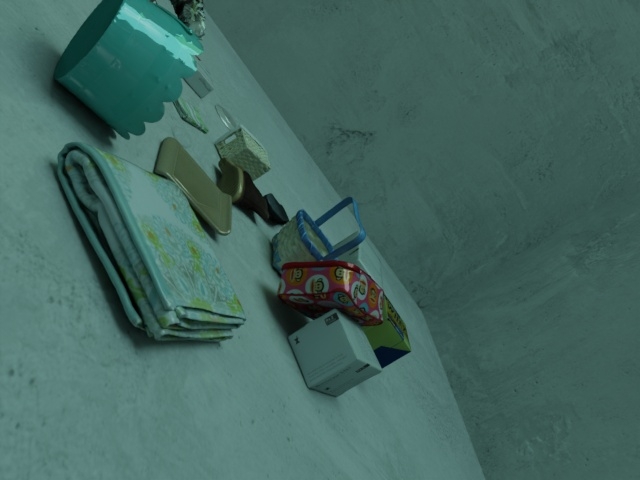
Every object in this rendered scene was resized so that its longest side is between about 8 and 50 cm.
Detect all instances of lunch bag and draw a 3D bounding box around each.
[{"bbox_3d":[0.018,0.151,1.687,0.293,0.258,0.120,42,49,-55],"label":"lunch bag"}]

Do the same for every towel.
[{"bbox_3d":[-0.410,-0.405,1.955,0.113,0.023,0.152,61,12,17],"label":"towel"},{"bbox_3d":[-0.295,0.015,1.138,0.375,0.090,0.320,60,9,17],"label":"towel"}]

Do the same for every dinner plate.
[{"bbox_3d":[-0.352,-0.463,2.382,0.141,0.017,0.141,52,13,-18],"label":"dinner plate"}]

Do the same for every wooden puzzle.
[{"bbox_3d":[-0.318,-0.134,1.569,0.239,0.044,0.221,46,15,-27],"label":"wooden puzzle"}]

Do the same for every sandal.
[{"bbox_3d":[-0.157,-0.092,2.125,0.254,0.054,0.097,51,15,-77],"label":"sandal"}]

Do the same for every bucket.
[{"bbox_3d":[-0.400,-0.373,1.290,0.183,0.281,0.281,38,21,-36],"label":"bucket"}]

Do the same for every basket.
[{"bbox_3d":[-0.251,-0.280,2.061,0.167,0.113,0.103,41,22,-53],"label":"basket"},{"bbox_3d":[0.000,0.000,1.891,0.201,0.288,0.255,46,18,-24],"label":"basket"}]

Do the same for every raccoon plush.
[{"bbox_3d":[-0.569,-0.874,2.139,0.299,0.216,0.447,2,-77,60],"label":"raccoon plush"}]

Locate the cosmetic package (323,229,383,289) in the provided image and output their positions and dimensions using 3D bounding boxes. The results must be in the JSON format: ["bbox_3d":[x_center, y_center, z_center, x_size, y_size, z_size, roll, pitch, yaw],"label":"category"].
[{"bbox_3d":[0.089,0.121,2.144,0.156,0.217,0.385,55,10,-12],"label":"cosmetic package"}]

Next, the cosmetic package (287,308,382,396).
[{"bbox_3d":[0.040,0.293,1.612,0.183,0.151,0.152,37,23,-57],"label":"cosmetic package"}]

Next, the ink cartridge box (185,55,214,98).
[{"bbox_3d":[-0.443,-0.596,2.234,0.109,0.063,0.151,48,15,-40],"label":"ink cartridge box"}]

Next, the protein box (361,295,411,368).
[{"bbox_3d":[0.161,0.306,1.969,0.136,0.199,0.201,55,11,-11],"label":"protein box"}]

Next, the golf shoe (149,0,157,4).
[{"bbox_3d":[-0.556,-0.759,1.999,0.105,0.120,0.273,25,-2,19],"label":"golf shoe"}]

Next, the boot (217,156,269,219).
[{"bbox_3d":[-0.214,-0.132,1.859,0.207,0.090,0.248,47,11,-33],"label":"boot"}]
